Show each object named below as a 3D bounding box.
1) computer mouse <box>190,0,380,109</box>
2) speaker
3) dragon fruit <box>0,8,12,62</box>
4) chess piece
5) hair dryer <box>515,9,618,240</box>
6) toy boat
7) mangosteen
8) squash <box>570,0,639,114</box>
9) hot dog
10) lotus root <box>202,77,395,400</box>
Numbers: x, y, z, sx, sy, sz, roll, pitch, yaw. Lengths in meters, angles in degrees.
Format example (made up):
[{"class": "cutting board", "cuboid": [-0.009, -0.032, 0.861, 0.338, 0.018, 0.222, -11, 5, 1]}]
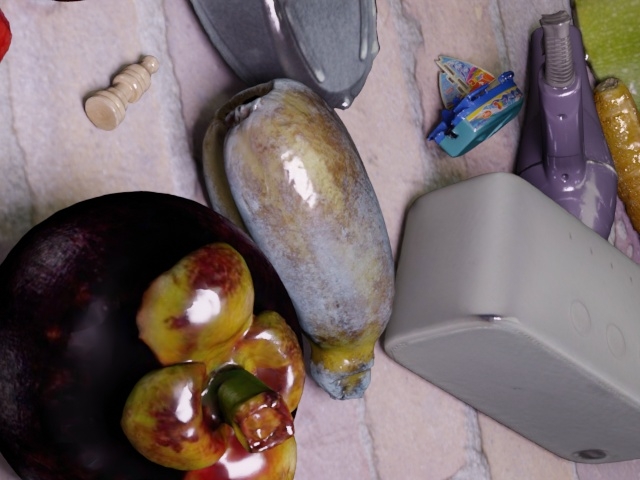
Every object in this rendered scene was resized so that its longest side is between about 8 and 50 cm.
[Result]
[{"class": "computer mouse", "cuboid": [-0.051, -0.302, 1.439, 0.203, 0.114, 0.374, -31, 113, -49]}, {"class": "speaker", "cuboid": [0.251, 0.095, 1.648, 0.406, 0.183, 0.184, 32, 55, -39]}, {"class": "dragon fruit", "cuboid": [-0.368, -0.242, 1.092, 0.282, 0.100, 0.343, -41, 111, -39]}, {"class": "chess piece", "cuboid": [-0.171, -0.137, 1.333, 0.035, 0.035, 0.092, 59, 42, -22]}, {"class": "hair dryer", "cuboid": [0.272, -0.164, 1.672, 0.361, 0.121, 0.301, 70, 18, -66]}, {"class": "toy boat", "cuboid": [0.170, -0.169, 1.690, 0.110, 0.091, 0.175, 49, 40, 7]}, {"class": "mangosteen", "cuboid": [-0.118, 0.101, 1.142, 0.275, 0.302, 0.275, -9, 105, -36]}, {"class": "squash", "cuboid": [0.532, -0.319, 1.940, 0.310, 0.309, 0.310, 11, 75, -45]}, {"class": "hot dog", "cuboid": [0.416, -0.073, 1.940, 0.083, 0.068, 0.289, -86, 154, -72]}, {"class": "lotus root", "cuboid": [0.000, 0.000, 1.401, 0.140, 0.158, 0.322, -33, 115, -20]}]
